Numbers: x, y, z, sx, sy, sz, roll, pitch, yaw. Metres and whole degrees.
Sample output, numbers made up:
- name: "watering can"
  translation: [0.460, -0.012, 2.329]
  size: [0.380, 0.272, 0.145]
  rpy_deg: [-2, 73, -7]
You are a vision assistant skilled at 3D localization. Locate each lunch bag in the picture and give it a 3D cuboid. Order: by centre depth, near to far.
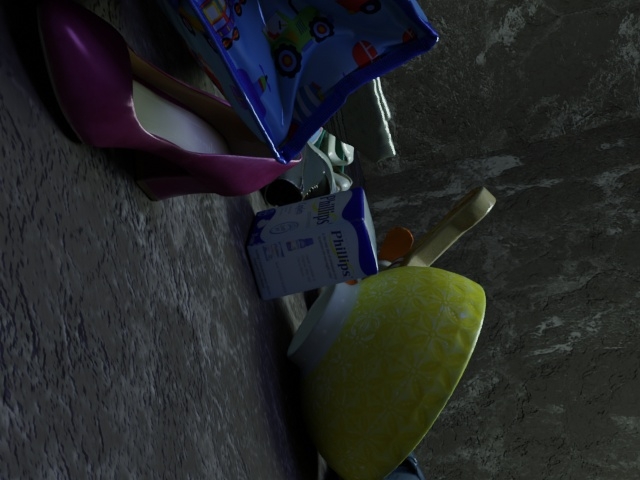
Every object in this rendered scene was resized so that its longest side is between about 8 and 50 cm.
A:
- name: "lunch bag"
  translation: [-0.087, -0.221, 0.552]
  size: [0.293, 0.138, 0.221]
  rpy_deg: [43, 10, -50]

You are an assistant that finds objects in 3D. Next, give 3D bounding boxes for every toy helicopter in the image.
- name: "toy helicopter"
  translation: [0.143, 0.045, 1.523]
  size: [0.140, 0.355, 0.235]
  rpy_deg: [47, 0, -4]

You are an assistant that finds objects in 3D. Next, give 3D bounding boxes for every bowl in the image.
- name: "bowl"
  translation: [0.053, 0.136, 1.137]
  size: [0.156, 0.289, 0.289]
  rpy_deg: [32, 15, -7]

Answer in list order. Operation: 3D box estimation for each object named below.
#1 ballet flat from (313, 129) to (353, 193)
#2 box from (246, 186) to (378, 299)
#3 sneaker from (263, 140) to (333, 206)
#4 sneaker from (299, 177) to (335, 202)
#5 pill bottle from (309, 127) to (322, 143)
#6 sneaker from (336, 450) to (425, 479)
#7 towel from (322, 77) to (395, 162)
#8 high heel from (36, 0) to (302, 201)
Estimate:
- name: "ballet flat"
  translation: [0.012, -0.125, 1.533]
  size: [0.087, 0.083, 0.247]
  rpy_deg: [34, -44, 35]
- name: "box"
  translation: [-0.007, 0.001, 1.086]
  size: [0.126, 0.137, 0.072]
  rpy_deg: [-85, 161, -70]
- name: "sneaker"
  translation: [-0.038, -0.079, 1.308]
  size: [0.222, 0.083, 0.118]
  rpy_deg: [51, 32, -59]
- name: "sneaker"
  translation: [0.000, 0.000, 1.498]
  size: [0.132, 0.086, 0.229]
  rpy_deg: [-77, 151, -55]
- name: "pill bottle"
  translation: [-0.042, -0.183, 1.379]
  size: [0.160, 0.087, 0.087]
  rpy_deg: [40, 38, -80]
- name: "sneaker"
  translation: [0.076, 0.321, 1.281]
  size: [0.321, 0.126, 0.127]
  rpy_deg: [96, -12, -75]
- name: "towel"
  translation: [-0.050, -0.257, 0.894]
  size: [0.312, 0.056, 0.324]
  rpy_deg: [36, -27, 39]
- name: "high heel"
  translation: [-0.089, -0.089, 0.609]
  size: [0.244, 0.117, 0.082]
  rpy_deg: [66, 13, -63]
